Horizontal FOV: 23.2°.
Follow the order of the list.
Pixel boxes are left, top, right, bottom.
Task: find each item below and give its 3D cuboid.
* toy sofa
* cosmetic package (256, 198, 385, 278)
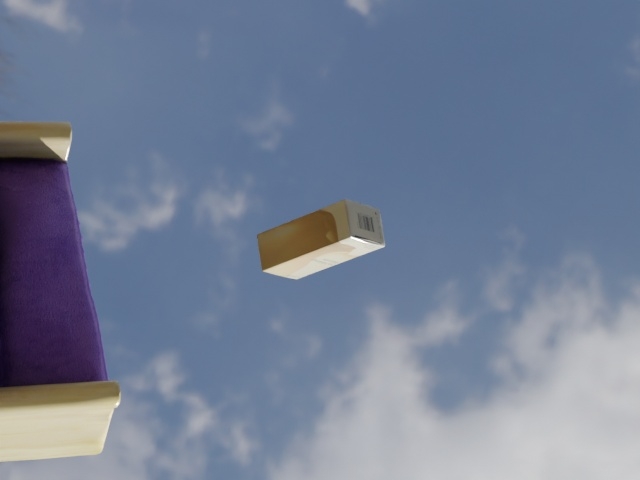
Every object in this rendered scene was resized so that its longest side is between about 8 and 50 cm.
[{"bbox_3d":[-0.300,0.027,1.548,0.177,0.150,0.362,112,-30,-46],"label":"toy sofa"},{"bbox_3d":[0.000,0.000,1.531,0.115,0.060,0.041,-22,-113,36],"label":"cosmetic package"}]
